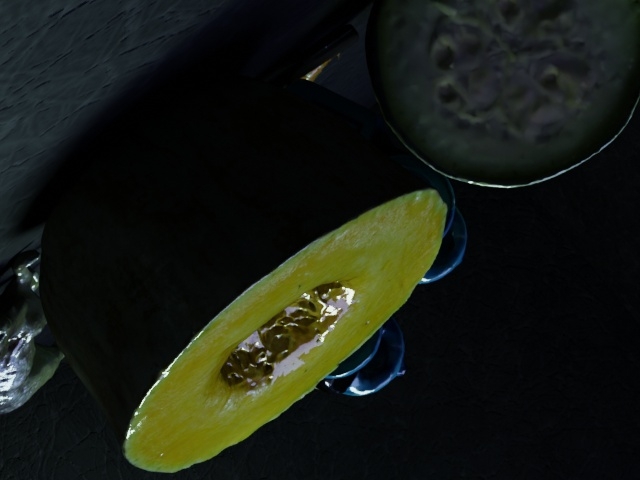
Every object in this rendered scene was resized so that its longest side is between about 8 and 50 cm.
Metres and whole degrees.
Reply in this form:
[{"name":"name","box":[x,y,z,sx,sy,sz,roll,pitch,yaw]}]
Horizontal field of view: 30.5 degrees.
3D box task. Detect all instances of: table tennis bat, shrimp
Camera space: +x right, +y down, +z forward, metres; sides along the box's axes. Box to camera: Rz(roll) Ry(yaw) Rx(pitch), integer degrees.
[{"name":"table tennis bat","box":[-0.051,-0.161,1.235,0.246,0.022,0.138,-39,-179,-27]},{"name":"shrimp","box":[-0.007,-0.201,1.427,0.083,0.023,0.114,-43,180,-30]}]

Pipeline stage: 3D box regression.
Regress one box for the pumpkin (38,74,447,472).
[{"name":"pumpkin","box":[-0.072,0.014,0.986,0.332,0.199,0.332,-33,157,-16]}]

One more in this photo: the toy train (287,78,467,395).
[{"name":"toy train","box":[0.000,0.000,1.230,0.300,0.265,0.188,-60,162,-5]}]

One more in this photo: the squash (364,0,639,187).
[{"name":"squash","box":[0.192,-0.202,1.218,0.263,0.263,0.384,-39,-179,11]}]

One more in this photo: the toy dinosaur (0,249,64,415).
[{"name":"toy dinosaur","box":[-0.296,0.099,1.113,0.162,0.077,0.294,-58,173,-26]}]
